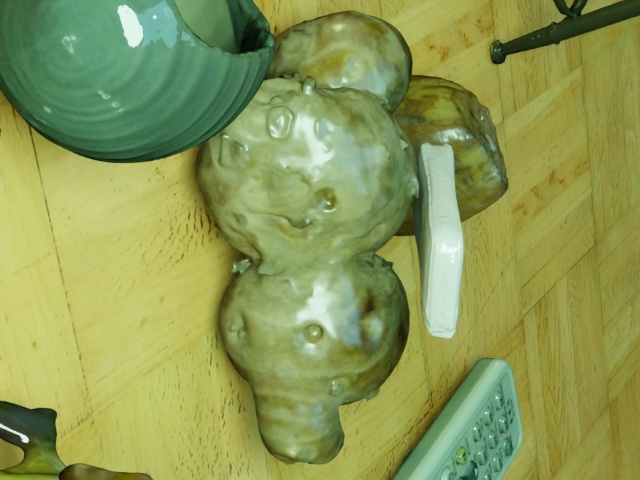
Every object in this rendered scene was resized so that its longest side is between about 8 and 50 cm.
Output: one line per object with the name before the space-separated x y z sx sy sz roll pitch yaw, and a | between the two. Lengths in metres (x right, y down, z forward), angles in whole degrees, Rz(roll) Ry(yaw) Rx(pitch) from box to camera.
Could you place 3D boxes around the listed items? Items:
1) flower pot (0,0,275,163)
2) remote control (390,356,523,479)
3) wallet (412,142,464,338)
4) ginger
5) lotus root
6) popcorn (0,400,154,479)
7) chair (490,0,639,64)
flower pot | -0.124 -0.146 0.910 0.189 0.157 0.243 65 16 -10
remote control | 0.122 0.257 1.475 0.335 0.066 0.128 -46 133 -46
wallet | 0.094 -0.008 1.130 0.190 0.033 0.095 -87 -179 -59
ginger | 0.000 0.000 1.152 0.256 0.176 0.375 -25 115 -72
lotus root | 0.101 -0.088 1.364 0.095 0.135 0.159 -6 86 -57
popcorn | -0.145 0.243 0.832 0.316 0.297 0.280 -51 146 -85
chair | 0.350 -0.426 1.432 0.364 0.410 0.361 51 52 -49
